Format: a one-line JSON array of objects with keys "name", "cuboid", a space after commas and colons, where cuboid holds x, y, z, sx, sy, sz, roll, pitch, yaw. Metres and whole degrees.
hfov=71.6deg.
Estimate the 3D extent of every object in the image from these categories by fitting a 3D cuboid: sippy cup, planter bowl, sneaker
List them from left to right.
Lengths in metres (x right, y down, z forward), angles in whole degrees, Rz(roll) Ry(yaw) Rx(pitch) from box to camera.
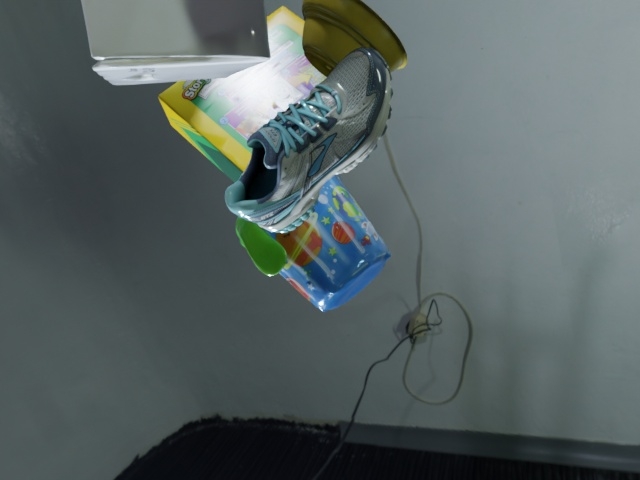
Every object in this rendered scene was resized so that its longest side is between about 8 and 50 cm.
[{"name": "sneaker", "cuboid": [-0.020, -0.124, 0.574, 0.283, 0.122, 0.110, -53, 56, 20]}, {"name": "sippy cup", "cuboid": [0.000, 0.000, 0.829, 0.224, 0.305, 0.240, 49, 153, 17]}, {"name": "planter bowl", "cuboid": [0.036, -0.331, 0.767, 0.217, 0.217, 0.090, 35, 95, 7]}]

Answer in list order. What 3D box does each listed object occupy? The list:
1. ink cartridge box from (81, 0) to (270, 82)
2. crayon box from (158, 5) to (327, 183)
[{"name": "ink cartridge box", "cuboid": [-0.167, -0.367, 0.448, 0.160, 0.279, 0.385, -8, 108, -18]}, {"name": "crayon box", "cuboid": [-0.100, -0.297, 0.957, 0.313, 0.363, 0.106, 42, 163, 17]}]
